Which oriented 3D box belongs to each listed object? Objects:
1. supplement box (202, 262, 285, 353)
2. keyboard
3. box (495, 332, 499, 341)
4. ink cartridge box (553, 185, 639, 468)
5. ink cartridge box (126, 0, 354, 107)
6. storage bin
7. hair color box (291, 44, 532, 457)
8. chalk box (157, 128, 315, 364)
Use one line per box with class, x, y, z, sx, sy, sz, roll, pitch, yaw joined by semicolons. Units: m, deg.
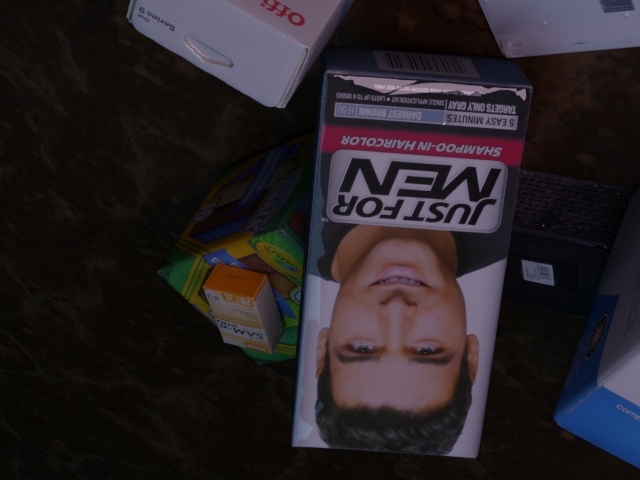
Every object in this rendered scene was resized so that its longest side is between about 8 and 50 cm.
supplement box;-0.080;0.073;1.364;0.062;0.036;0.098;12;143;23
keyboard;0.259;-0.198;1.110;0.256;0.014;0.072;0;131;36
box;0.083;0.117;1.599;0.183;0.059;0.233;36;146;-9
ink cartridge box;0.375;-0.003;1.028;0.166;0.285;0.395;28;147;-1
ink cartridge box;-0.044;-0.237;1.098;0.154;0.212;0.093;30;146;0
storage bin;0.231;0.003;1.322;0.180;0.084;0.122;13;142;25
hair color box;0.077;0.014;1.222;0.185;0.113;0.374;4;112;-3
chalk box;0.000;0.000;1.402;0.180;0.179;0.289;45;143;-22
